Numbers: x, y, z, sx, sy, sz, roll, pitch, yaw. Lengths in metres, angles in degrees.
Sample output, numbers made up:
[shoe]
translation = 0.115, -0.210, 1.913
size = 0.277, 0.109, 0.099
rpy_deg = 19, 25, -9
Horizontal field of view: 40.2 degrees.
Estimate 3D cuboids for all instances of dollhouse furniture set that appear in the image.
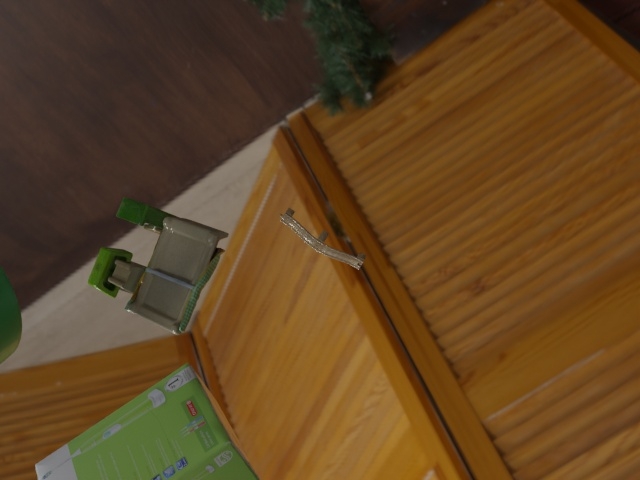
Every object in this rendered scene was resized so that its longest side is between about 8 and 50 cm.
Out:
[dollhouse furniture set]
translation = -0.268, 0.058, 1.641
size = 0.151, 0.301, 0.198
rpy_deg = 26, 84, -48

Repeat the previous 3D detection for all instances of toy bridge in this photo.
[toy bridge]
translation = 0.000, 0.000, 1.700
size = 0.188, 0.063, 0.026
rpy_deg = 32, 111, 0

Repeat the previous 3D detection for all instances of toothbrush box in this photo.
[toothbrush box]
translation = -0.261, 0.351, 1.314
size = 0.283, 0.206, 0.122
rpy_deg = -33, 127, -9

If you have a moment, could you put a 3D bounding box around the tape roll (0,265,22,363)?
[tape roll]
translation = -0.652, 0.094, 1.470
size = 0.321, 0.077, 0.321
rpy_deg = 14, 124, 22
